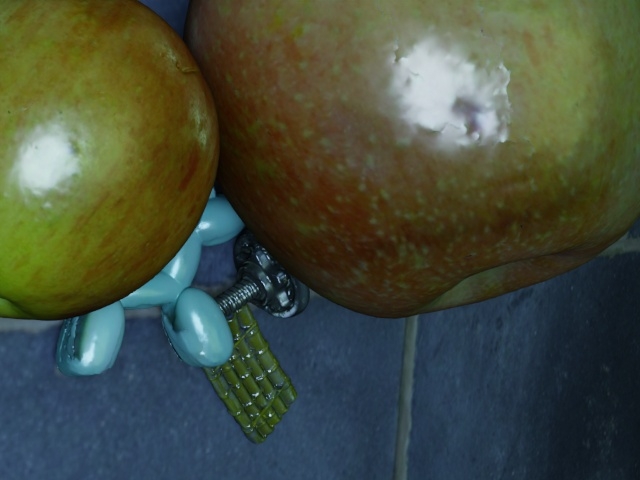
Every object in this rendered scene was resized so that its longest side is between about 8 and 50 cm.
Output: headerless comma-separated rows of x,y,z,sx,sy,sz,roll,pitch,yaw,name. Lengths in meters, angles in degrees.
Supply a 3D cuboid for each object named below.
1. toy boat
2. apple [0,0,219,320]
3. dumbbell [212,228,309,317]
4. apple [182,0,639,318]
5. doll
-0.059,0.109,0.895,0.063,0.016,0.115,-51,131,-30,toy boat
-0.160,-0.045,0.616,0.196,0.196,0.195,-12,106,-47,apple
0.000,0.000,0.886,0.254,0.110,0.110,-32,120,-33,dumbbell
0.075,-0.093,0.721,0.319,0.319,0.277,-4,60,-48,apple
-0.113,0.015,0.768,0.159,0.059,0.158,-8,89,-28,doll
